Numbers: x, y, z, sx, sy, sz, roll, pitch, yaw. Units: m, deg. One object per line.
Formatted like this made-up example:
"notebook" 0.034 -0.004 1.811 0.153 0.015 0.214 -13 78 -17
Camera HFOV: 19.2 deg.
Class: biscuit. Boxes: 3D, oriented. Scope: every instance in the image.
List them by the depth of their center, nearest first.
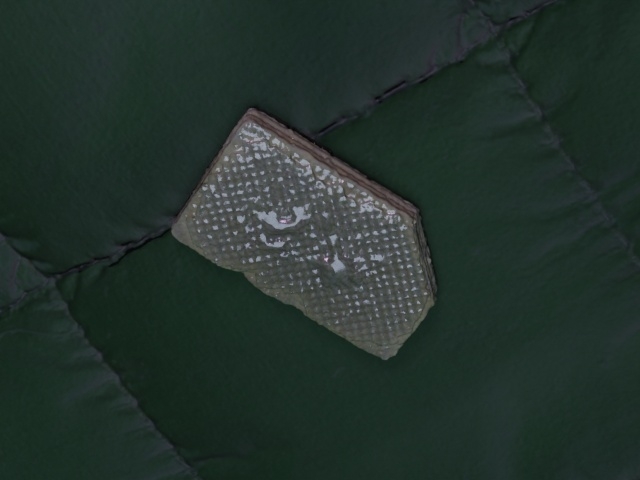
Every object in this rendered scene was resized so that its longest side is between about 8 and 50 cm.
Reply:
"biscuit" 0.000 0.000 1.761 0.252 0.052 0.150 32 117 -12
